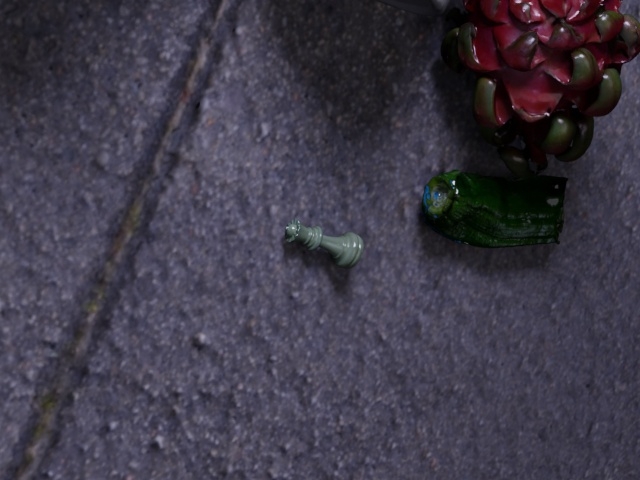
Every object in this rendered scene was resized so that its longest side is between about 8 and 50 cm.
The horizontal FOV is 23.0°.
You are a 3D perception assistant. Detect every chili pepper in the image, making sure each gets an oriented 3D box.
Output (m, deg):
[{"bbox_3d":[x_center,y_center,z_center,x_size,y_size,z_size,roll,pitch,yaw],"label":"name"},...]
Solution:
[{"bbox_3d":[0.211,-0.038,1.851,0.224,0.061,0.098,3,111,-39],"label":"chili pepper"}]

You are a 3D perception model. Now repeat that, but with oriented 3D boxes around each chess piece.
[{"bbox_3d":[0.000,0.000,1.732,0.093,0.042,0.042,20,92,-32],"label":"chess piece"}]

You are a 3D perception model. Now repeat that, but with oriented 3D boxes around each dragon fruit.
[{"bbox_3d":[0.245,-0.202,1.729,0.218,0.198,0.272,-11,96,4],"label":"dragon fruit"}]

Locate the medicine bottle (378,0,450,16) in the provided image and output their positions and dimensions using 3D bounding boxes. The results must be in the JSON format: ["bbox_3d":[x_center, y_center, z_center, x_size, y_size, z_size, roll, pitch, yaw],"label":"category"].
[{"bbox_3d":[0.115,-0.432,1.578,0.211,0.211,0.371,26,88,-36],"label":"medicine bottle"}]
